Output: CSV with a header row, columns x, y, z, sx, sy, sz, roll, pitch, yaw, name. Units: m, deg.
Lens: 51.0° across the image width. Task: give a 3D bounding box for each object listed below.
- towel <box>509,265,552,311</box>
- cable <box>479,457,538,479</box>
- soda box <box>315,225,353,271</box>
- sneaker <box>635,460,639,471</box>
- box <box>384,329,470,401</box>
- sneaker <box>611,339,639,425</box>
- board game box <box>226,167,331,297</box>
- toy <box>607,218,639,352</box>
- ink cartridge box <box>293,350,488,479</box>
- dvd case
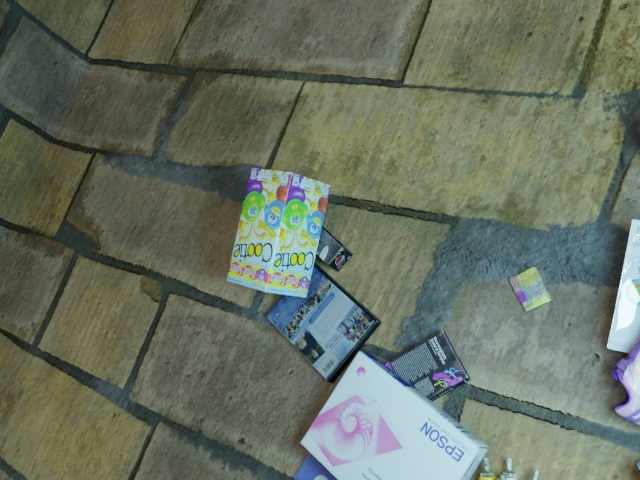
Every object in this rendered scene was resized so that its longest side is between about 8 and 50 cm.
x,y,z,sx,sy,sz,roll,pitch,yaw,name
0.425,0.097,1.359,0.060,0.009,0.083,-29,58,17,towel
0.337,0.543,1.200,0.139,0.072,0.287,3,82,35,cable
0.000,0.000,1.634,0.060,0.053,0.169,-49,53,4,soda box
0.608,0.439,0.996,0.131,0.112,0.319,-30,39,10,sneaker
0.216,0.277,1.397,0.162,0.029,0.116,-35,57,16,box
0.557,0.212,1.148,0.104,0.095,0.236,7,87,27,sneaker
-0.099,-0.018,1.583,0.144,0.142,0.275,11,89,41,board game box
0.604,0.091,1.210,0.137,0.056,0.237,12,91,9,toy
0.114,0.446,1.340,0.324,0.071,0.330,34,93,37,ink cartridge box
0.002,0.185,1.572,0.180,0.022,0.253,-51,53,2,dvd case
